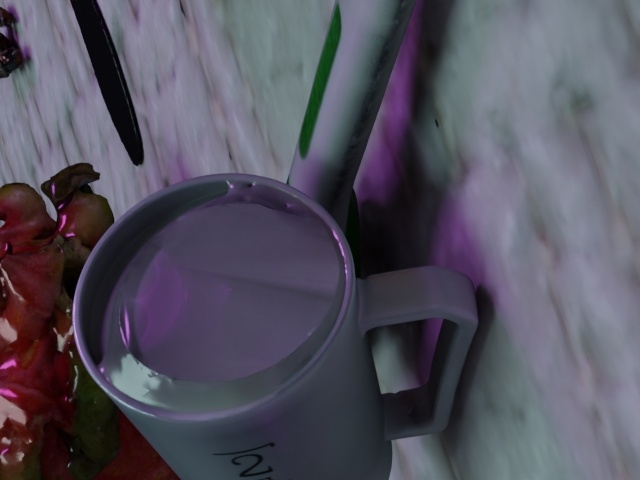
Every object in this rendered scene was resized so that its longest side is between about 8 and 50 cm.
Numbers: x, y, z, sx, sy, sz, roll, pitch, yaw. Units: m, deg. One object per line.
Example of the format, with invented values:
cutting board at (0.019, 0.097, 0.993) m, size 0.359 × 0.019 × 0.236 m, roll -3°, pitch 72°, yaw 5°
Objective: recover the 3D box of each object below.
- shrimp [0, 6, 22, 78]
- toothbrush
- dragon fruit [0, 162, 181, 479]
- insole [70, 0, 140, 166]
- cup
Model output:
shrimp at (-0.184, -0.110, 1.125) m, size 0.092 × 0.029 × 0.038 m, roll 177°, pitch 84°, yaw -68°
toothbrush at (0.005, 0.000, 0.602) m, size 0.418 × 0.040 × 0.042 m, roll 107°, pitch 158°, yaw -57°
dragon fruit at (-0.110, 0.055, 0.860) m, size 0.172 × 0.160 × 0.167 m, roll 127°, pitch 162°, yaw -53°
insole at (-0.108, -0.104, 0.916) m, size 0.053 × 0.002 × 0.153 m, roll 114°, pitch 135°, yaw -67°
cup at (-0.004, 0.036, 0.563) m, size 0.116 × 0.104 × 0.074 m, roll 67°, pitch -167°, yaw -56°
